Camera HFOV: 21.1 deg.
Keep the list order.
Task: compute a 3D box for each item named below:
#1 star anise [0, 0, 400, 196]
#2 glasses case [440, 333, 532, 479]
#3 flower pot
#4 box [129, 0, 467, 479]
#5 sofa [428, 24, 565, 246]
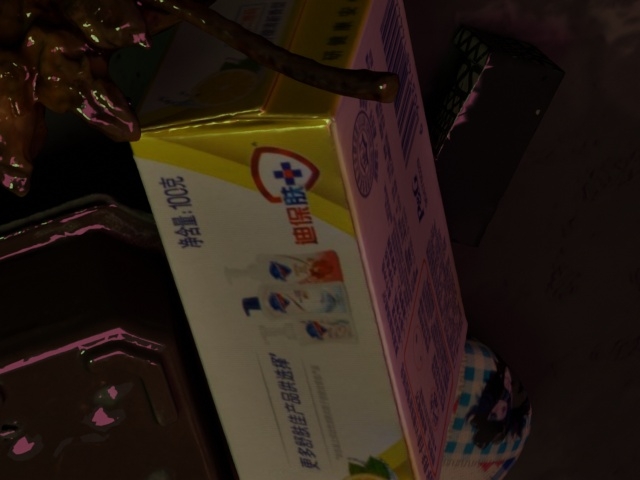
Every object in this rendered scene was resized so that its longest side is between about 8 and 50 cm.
[{"bbox_3d":[-0.095,-0.114,0.745,0.234,0.177,0.073,-12,162,5],"label":"star anise"},{"bbox_3d":[-0.011,0.182,1.053,0.327,0.076,0.125,-40,129,0],"label":"glasses case"},{"bbox_3d":[-0.120,0.111,0.860,0.179,0.084,0.250,-19,127,-7],"label":"flower pot"},{"bbox_3d":[0.000,0.000,0.869,0.097,0.168,0.265,-2,130,16],"label":"box"},{"bbox_3d":[0.083,-0.057,0.971,0.060,0.039,0.118,11,114,-34],"label":"sofa"}]
